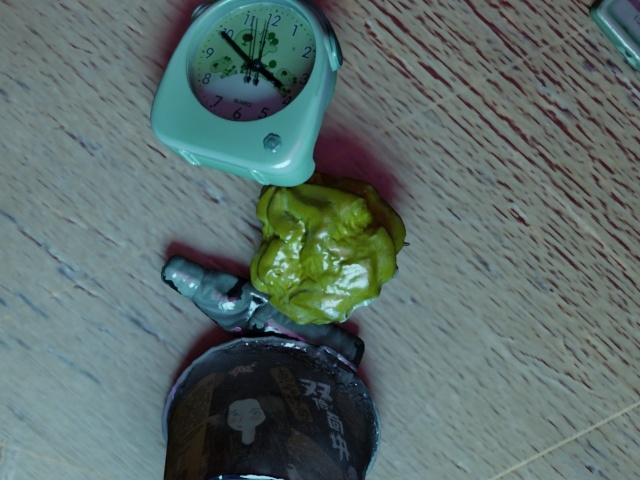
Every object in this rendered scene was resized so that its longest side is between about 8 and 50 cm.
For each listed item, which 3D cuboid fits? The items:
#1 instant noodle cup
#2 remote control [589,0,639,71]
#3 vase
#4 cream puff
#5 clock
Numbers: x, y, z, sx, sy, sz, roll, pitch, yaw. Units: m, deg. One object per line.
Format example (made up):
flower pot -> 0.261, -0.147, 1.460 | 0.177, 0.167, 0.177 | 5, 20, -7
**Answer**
instant noodle cup -> -0.053, 0.226, 1.319 | 0.218, 0.207, 0.217 | 2, 116, 3
remote control -> 0.400, -0.281, 1.401 | 0.285, 0.038, 0.123 | -43, 100, 1
vase -> -0.060, 0.075, 1.396 | 0.211, 0.060, 0.060 | 28, 95, -10
cream puff -> -0.001, -0.001, 1.351 | 0.156, 0.121, 0.156 | 2, 83, -14
clock -> -0.053, -0.162, 1.330 | 0.159, 0.066, 0.210 | 18, 80, 19
